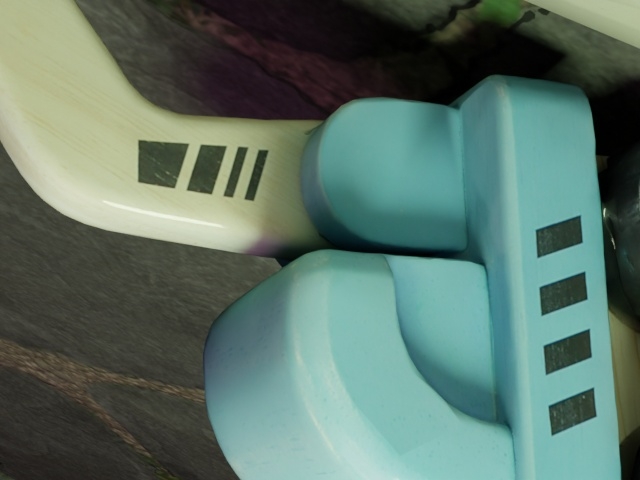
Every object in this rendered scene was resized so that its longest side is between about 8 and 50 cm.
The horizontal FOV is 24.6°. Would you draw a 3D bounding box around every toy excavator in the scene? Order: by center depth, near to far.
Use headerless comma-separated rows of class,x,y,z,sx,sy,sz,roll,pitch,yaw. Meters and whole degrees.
toy excavator,0.000,0.000,0.741,0.445,0.433,0.222,4,164,-23

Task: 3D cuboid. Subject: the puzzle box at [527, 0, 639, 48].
puzzle box,0.038,-0.137,0.452,0.272,0.052,0.409,24,-175,4
